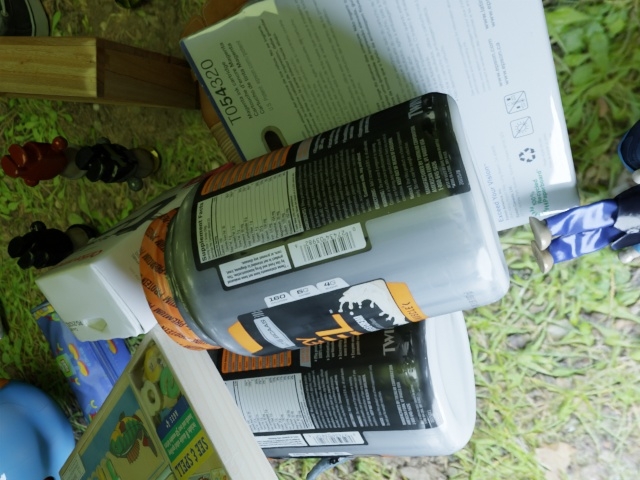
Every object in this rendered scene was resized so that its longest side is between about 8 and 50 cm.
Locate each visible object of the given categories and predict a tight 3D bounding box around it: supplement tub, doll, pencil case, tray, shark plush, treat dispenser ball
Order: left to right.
[{"bbox_3d":[-0.577,0.382,0.904,0.288,0.288,0.288,4,101,23],"label":"treat dispenser ball"},{"bbox_3d":[-0.403,-0.242,0.764,0.411,0.203,0.076,8,102,22],"label":"tray"},{"bbox_3d":[-0.352,0.216,0.869,0.133,0.119,0.306,-32,86,49],"label":"pencil case"},{"bbox_3d":[0.000,0.000,0.511,0.316,0.193,0.193,-17,93,20],"label":"supplement tub"},{"bbox_3d":[0.003,0.161,0.660,0.338,0.207,0.207,-12,95,26],"label":"supplement tub"},{"bbox_3d":[0.029,0.288,0.748,0.161,0.067,0.073,-33,86,24],"label":"shark plush"},{"bbox_3d":[0.321,-0.017,0.554,0.189,0.046,0.129,-16,131,11],"label":"doll"}]

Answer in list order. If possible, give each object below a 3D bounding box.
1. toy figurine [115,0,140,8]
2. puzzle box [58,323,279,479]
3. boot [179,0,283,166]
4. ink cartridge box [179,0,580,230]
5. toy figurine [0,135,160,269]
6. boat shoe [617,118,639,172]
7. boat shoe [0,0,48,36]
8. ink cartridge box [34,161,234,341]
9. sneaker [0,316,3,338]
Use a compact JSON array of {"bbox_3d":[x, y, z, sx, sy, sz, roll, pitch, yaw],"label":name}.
[{"bbox_3d":[-0.283,-0.509,0.658,0.191,0.217,0.362,38,111,13],"label":"toy figurine"},{"bbox_3d":[-0.205,0.322,0.664,0.272,0.052,0.409,53,126,21],"label":"puzzle box"},{"bbox_3d":[-0.049,-0.238,0.681,0.283,0.109,0.220,-27,84,32],"label":"boot"},{"bbox_3d":[0.074,-0.132,0.567,0.330,0.071,0.324,-15,122,19],"label":"ink cartridge box"},{"bbox_3d":[-0.358,-0.054,0.818,0.210,0.148,0.213,1,98,17],"label":"toy figurine"},{"bbox_3d":[0.419,-0.138,0.492,0.258,0.089,0.109,-43,82,24],"label":"boat shoe"},{"bbox_3d":[-0.555,-0.443,0.848,0.108,0.102,0.301,-27,88,25],"label":"boat shoe"},{"bbox_3d":[-0.211,0.013,0.680,0.172,0.237,0.100,-14,115,42],"label":"ink cartridge box"},{"bbox_3d":[-0.716,0.182,1.050,0.212,0.080,0.094,-13,105,23],"label":"sneaker"}]
